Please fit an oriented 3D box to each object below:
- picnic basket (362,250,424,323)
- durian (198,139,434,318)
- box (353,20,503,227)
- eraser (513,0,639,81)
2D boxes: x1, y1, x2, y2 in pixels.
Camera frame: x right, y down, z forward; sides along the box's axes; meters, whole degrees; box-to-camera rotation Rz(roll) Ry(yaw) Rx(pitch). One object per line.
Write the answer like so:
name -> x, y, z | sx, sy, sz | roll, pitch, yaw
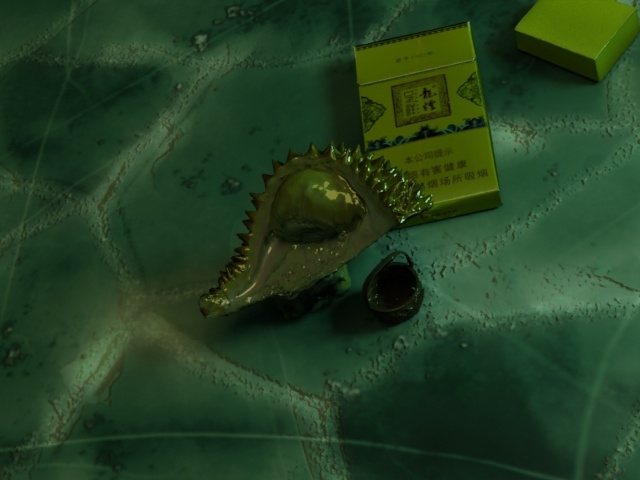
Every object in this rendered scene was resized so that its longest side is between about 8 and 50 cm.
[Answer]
picnic basket -> 0.077, 0.049, 1.484 | 0.072, 0.083, 0.072 | -9, 54, 12
durian -> 0.000, 0.000, 1.477 | 0.306, 0.172, 0.166 | -28, 47, 26
box -> 0.128, -0.143, 1.634 | 0.153, 0.041, 0.279 | -12, 54, 11
eraser -> 0.316, -0.260, 1.651 | 0.122, 0.045, 0.097 | 27, 67, 32
